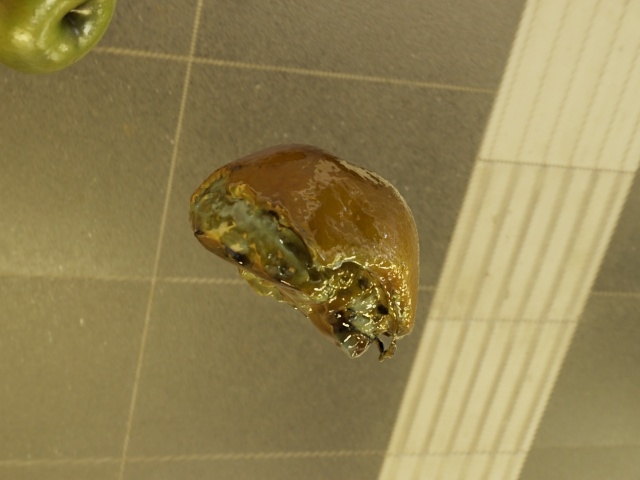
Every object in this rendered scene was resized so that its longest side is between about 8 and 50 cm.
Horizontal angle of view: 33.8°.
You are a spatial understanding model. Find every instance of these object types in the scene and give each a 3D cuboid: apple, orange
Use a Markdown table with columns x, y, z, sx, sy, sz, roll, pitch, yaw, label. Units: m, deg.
| x | y | z | sx | sy | sz | roll | pitch | yaw | label |
| --- | --- | --- | --- | --- | --- | --- | --- | --- | --- |
| -0.328 | -0.290 | 1.213 | 0.196 | 0.157 | 0.196 | -41 | 159 | -20 | apple |
| 0.000 | 0.000 | 0.654 | 0.160 | 0.170 | 0.112 | 36 | 73 | -2 | orange |
